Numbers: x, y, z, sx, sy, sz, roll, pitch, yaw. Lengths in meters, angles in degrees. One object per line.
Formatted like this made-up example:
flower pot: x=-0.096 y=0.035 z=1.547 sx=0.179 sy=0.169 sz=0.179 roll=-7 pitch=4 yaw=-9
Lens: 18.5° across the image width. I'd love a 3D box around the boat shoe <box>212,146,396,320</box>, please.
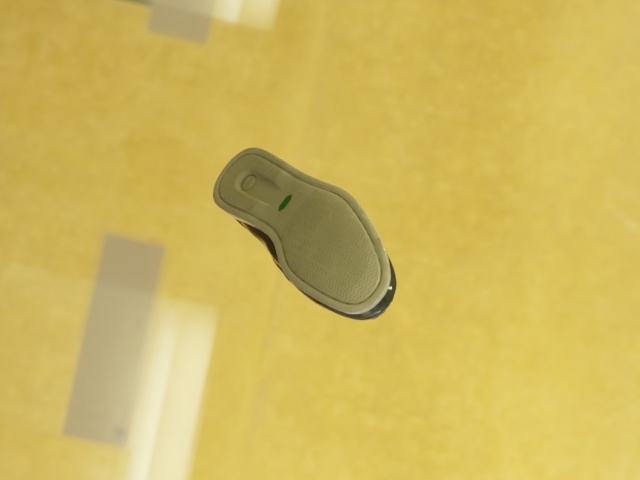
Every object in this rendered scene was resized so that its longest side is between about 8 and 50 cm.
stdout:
boat shoe: x=0.000 y=0.000 z=1.589 sx=0.084 sy=0.079 sz=0.233 roll=-47 pitch=-140 yaw=-2
